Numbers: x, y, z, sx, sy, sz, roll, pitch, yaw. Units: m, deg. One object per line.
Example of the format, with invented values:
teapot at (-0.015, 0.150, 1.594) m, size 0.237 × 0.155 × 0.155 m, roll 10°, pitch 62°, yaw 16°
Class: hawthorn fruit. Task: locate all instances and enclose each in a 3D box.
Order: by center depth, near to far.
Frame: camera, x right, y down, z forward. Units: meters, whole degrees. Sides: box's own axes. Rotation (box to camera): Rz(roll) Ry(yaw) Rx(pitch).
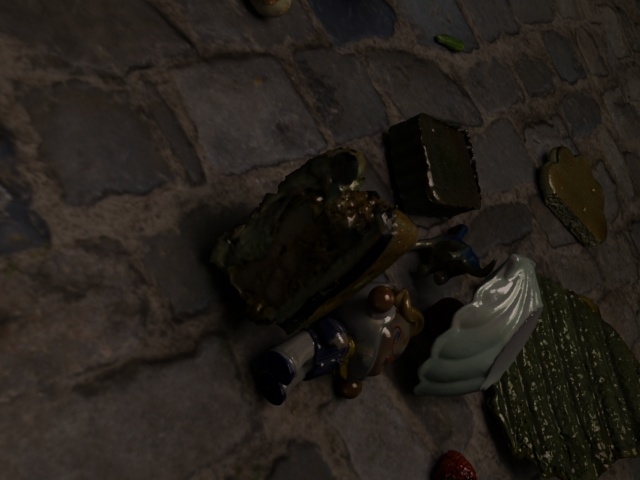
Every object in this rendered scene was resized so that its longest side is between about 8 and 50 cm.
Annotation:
hawthorn fruit at (0.235, 0.145, 1.403) m, size 0.093 × 0.081 × 0.081 m, roll 27°, pitch 56°, yaw -42°

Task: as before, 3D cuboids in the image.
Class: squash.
squash at (0.280, -0.431, 1.720) m, size 0.089 × 0.027 × 0.027 m, roll 11°, pitch 67°, yaw -42°

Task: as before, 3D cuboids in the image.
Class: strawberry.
strawberry at (0.224, 0.382, 1.305) m, size 0.073 × 0.073 × 0.083 m, roll 57°, pitch 26°, yaw -16°

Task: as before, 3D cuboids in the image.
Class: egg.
egg at (-0.081, -0.400, 1.264) m, size 0.071 × 0.071 × 0.083 m, roll 10°, pitch 62°, yaw -46°

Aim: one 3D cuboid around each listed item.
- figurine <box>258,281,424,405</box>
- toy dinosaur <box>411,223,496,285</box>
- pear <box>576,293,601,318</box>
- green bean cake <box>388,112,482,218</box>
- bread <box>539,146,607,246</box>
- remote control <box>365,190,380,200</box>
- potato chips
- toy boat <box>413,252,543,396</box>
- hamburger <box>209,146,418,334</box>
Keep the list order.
figurine at (0.026, 0.153, 1.139) m, size 0.274 × 0.133 × 0.194 m, roll -35°, pitch 144°, yaw -25°
toy dinosaur at (0.265, 0.015, 1.406) m, size 0.188 × 0.247 × 0.075 m, roll -20°, pitch 106°, yaw -31°
pear at (0.569, 0.184, 1.748) m, size 0.141 × 0.104 × 0.141 m, roll 17°, pitch 65°, yaw -40°
green bean cake at (0.209, -0.133, 1.467) m, size 0.181 × 0.094 × 0.173 m, roll 2°, pitch 74°, yaw -49°
bread at (0.631, -0.123, 1.970) m, size 0.286 × 0.056 × 0.207 m, roll 43°, pitch 50°, yaw -29°
remote control at (0.051, 0.010, 1.288) m, size 0.063 × 0.025 × 0.245 m, roll 54°, pitch 43°, yaw -25°
potato chips at (0.465, 0.247, 1.535) m, size 0.358 × 0.070 × 0.430 m, roll -2°, pitch 63°, yaw -20°
toy boat at (0.270, 0.158, 1.291) m, size 0.100 × 0.290 × 0.199 m, roll 36°, pitch 13°, yaw 27°
hamburger at (0.000, 0.000, 1.043) m, size 0.168 × 0.288 × 0.192 m, roll 53°, pitch 27°, yaw 8°
